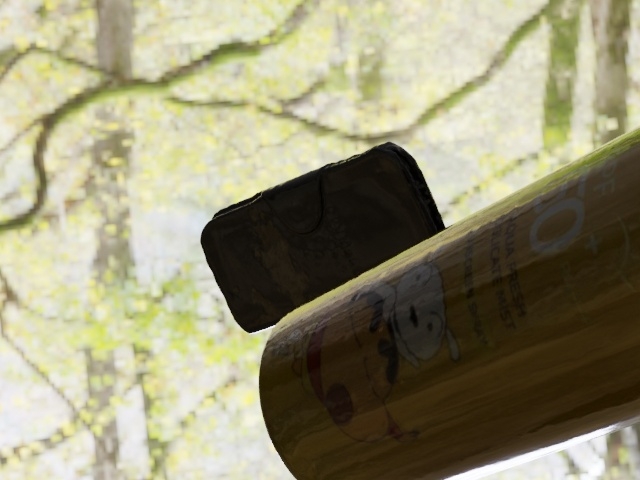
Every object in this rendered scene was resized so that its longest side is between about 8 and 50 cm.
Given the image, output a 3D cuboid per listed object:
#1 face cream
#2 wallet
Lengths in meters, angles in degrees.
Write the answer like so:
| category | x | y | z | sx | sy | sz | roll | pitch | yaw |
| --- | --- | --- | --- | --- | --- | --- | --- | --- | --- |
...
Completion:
| category | x | y | z | sx | sy | sz | roll | pitch | yaw |
| --- | --- | --- | --- | --- | --- | --- | --- | --- | --- |
| face cream | 0.119 | 0.015 | 0.533 | 0.105 | 0.105 | 0.348 | -4 | 162 | -44 |
| wallet | 0.000 | 0.000 | 0.831 | 0.156 | 0.082 | 0.018 | -19 | -170 | 32 |
